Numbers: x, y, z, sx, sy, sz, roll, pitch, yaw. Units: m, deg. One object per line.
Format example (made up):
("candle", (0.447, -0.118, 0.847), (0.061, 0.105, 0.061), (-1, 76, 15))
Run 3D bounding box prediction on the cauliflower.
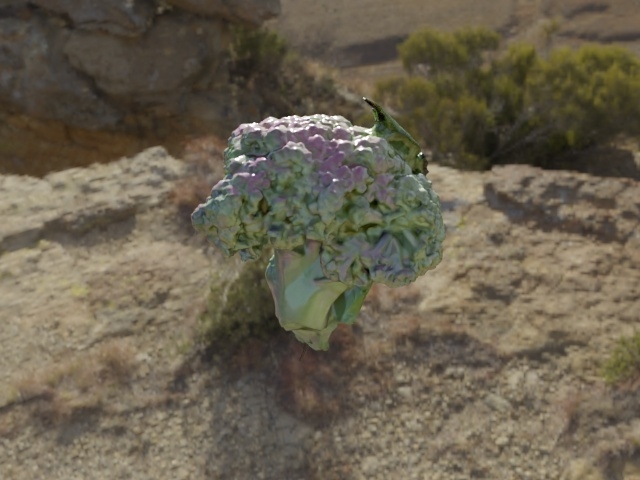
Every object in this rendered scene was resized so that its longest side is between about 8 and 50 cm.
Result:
("cauliflower", (0.000, 0.000, 0.941), (0.257, 0.315, 0.239), (13, 17, 10))
